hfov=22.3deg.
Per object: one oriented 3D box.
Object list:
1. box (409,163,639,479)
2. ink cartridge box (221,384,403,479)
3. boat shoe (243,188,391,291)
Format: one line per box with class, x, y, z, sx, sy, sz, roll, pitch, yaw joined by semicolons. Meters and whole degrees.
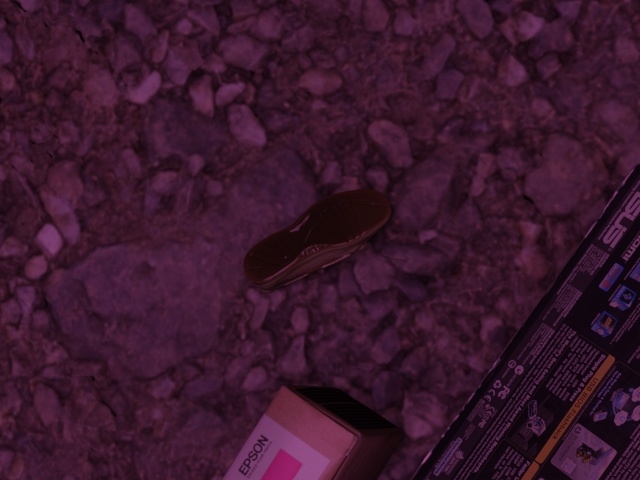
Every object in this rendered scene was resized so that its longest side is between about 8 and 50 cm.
box;0.285;0.171;1.368;0.318;0.097;0.395;35;90;40
ink cartridge box;-0.037;0.247;1.456;0.088;0.193;0.234;34;92;16
boat shoe;0.000;0.002;1.558;0.153;0.048;0.056;-31;64;3
